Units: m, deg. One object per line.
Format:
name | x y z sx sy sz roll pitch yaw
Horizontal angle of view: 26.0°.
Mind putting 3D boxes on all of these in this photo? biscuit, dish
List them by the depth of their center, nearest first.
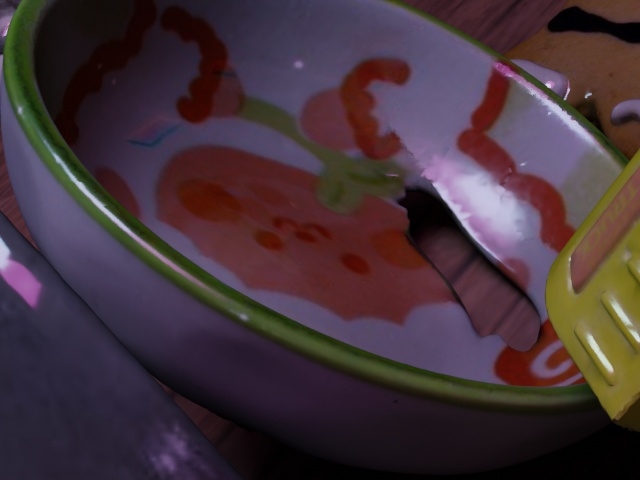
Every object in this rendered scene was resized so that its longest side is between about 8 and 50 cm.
dish | 0.000 0.000 0.643 0.324 0.124 0.324 19 33 -13
biscuit | 0.220 -0.167 0.799 0.196 0.049 0.301 25 70 42

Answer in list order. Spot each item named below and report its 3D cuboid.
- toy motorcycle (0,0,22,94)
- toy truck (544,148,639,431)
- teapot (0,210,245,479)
toy motorcycle | -0.154 -0.177 0.996 0.340 0.108 0.223 -8 40 21
toy truck | 0.176 0.070 0.443 0.124 0.157 0.272 -56 41 30
teapot | -0.226 0.144 0.497 0.361 0.306 0.376 -42 59 -13
